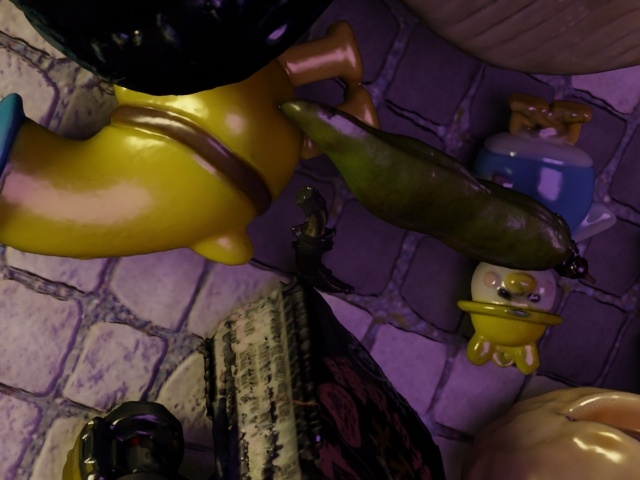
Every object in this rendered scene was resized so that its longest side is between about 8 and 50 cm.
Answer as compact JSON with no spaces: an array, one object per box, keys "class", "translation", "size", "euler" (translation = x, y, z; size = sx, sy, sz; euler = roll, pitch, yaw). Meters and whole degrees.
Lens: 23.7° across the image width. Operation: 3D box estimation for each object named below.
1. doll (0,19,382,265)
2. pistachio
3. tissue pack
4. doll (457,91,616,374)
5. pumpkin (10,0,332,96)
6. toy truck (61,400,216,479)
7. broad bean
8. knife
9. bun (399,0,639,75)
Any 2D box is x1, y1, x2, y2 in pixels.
[{"class":"doll","translation":[-0.125,-0.063,1.153],"size":[0.363,0.145,0.199],"euler":[-19,93,-16]},{"class":"pistachio","translation":[0.274,0.243,1.317],"size":[0.193,0.318,0.214],"euler":[-46,159,-42]},{"class":"tissue pack","translation":[0.017,0.200,1.170],"size":[0.123,0.332,0.245],"euler":[-31,114,11]},{"class":"doll","translation":[0.177,-0.005,1.326],"size":[0.135,0.099,0.241],"euler":[6,96,-33]},{"class":"pumpkin","translation":[-0.131,-0.264,0.992],"size":[0.266,0.363,0.363],"euler":[-43,114,4]},{"class":"toy truck","translation":[-0.125,0.249,1.223],"size":[0.224,0.147,0.165],"euler":[34,108,-23]},{"class":"broad bean","translation":[0.097,-0.031,1.198],"size":[0.339,0.077,0.061],"euler":[22,62,-36]},{"class":"knife","translation":[-0.006,0.000,1.212],"size":[0.045,0.222,0.021],"euler":[1,68,8]},{"class":"bun","translation":[0.183,-0.286,1.130],"size":[0.362,0.234,0.326],"euler":[26,121,-17]}]
